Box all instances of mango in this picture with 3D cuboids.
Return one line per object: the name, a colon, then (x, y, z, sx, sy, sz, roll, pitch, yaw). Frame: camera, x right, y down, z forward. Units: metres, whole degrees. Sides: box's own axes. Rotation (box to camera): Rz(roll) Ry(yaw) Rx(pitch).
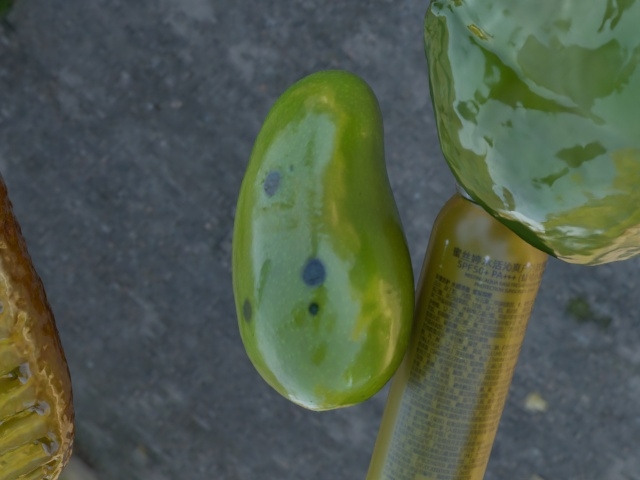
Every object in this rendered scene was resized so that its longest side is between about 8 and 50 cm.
mango: (0.000, 0.000, 1.223, 0.175, 0.143, 0.293, -8, 80, 48)

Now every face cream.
face cream: (0.126, 0.083, 1.251, 0.105, 0.105, 0.349, 22, 110, 26)

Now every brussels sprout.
brussels sprout: (0.212, -0.130, 0.874, 0.247, 0.328, 0.328, 50, 152, 17)

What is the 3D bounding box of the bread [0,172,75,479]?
bread: (-0.217, 0.018, 0.654, 0.227, 0.142, 0.253, 4, 111, 66)
